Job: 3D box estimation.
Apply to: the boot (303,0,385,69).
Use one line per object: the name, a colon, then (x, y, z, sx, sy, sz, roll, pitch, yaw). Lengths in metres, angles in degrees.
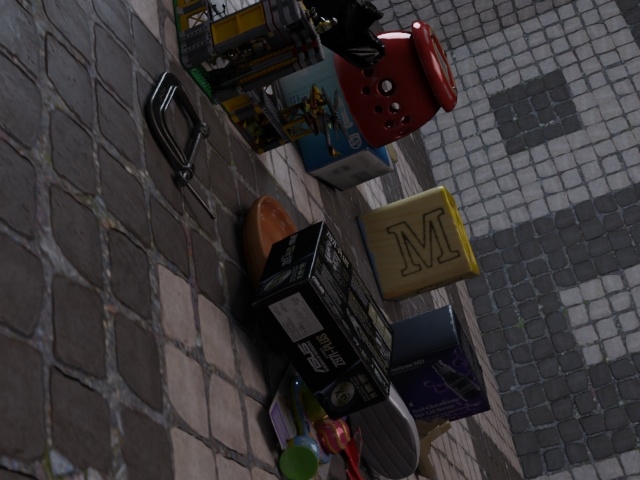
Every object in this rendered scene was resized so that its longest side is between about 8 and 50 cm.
boot: (-0.009, -0.375, 1.313, 0.207, 0.094, 0.246, 35, -17, 46)

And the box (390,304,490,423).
box: (0.215, 0.243, 1.688, 0.108, 0.153, 0.207, -92, 157, -51)

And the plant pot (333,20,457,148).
plant pot: (0.137, -0.277, 1.558, 0.191, 0.174, 0.191, 55, 24, -39)

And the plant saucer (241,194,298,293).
plant saucer: (-0.052, 0.040, 1.158, 0.200, 0.037, 0.199, -19, 90, -76)

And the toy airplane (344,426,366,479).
toy airplane: (0.050, 0.318, 1.182, 0.151, 0.028, 0.151, -19, 90, -78)

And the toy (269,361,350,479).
toy: (0.000, 0.218, 1.067, 0.237, 0.056, 0.136, -48, 118, -75)

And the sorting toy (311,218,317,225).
sorting toy: (0.000, 0.000, 1.477, 0.083, 0.012, 0.062, -56, 126, -74)

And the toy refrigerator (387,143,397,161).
toy refrigerator: (0.091, -0.202, 1.944, 0.269, 0.102, 0.094, 4, 67, -76)

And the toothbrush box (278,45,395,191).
toothbrush box: (0.020, -0.264, 1.690, 0.216, 0.126, 0.295, 17, 55, -71)

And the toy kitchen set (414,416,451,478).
toy kitchen set: (0.193, 0.370, 1.610, 0.068, 0.083, 0.075, 1, -63, 59)

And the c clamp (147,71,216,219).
c clamp: (-0.156, -0.117, 1.014, 0.137, 0.022, 0.160, 55, 21, -33)

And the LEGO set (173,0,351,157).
LEGO set: (-0.061, -0.283, 1.246, 0.331, 0.192, 0.255, 56, 19, -47)

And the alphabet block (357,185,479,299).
alphabet block: (0.214, 0.011, 1.920, 0.192, 0.197, 0.193, 12, 59, -74)

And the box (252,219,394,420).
box: (0.009, 0.092, 1.043, 0.180, 0.078, 0.147, 57, 20, -21)

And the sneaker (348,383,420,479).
sneaker: (0.077, 0.221, 1.288, 0.258, 0.094, 0.091, 66, 18, -13)
